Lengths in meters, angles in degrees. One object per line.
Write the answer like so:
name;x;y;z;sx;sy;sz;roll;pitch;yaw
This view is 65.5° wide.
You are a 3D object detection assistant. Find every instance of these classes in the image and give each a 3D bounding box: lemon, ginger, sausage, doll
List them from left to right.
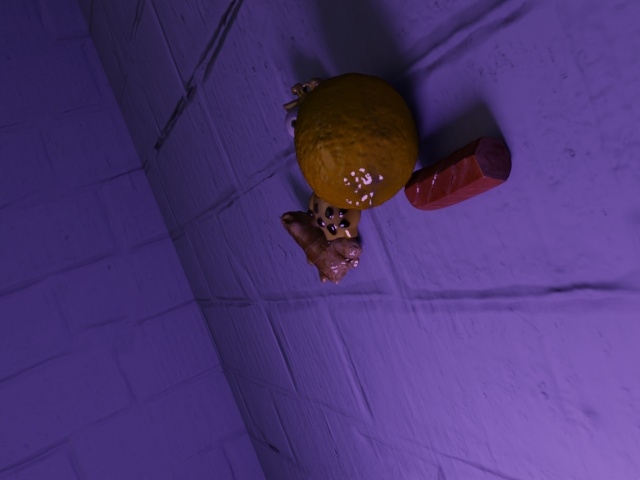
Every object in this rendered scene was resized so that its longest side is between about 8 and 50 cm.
ginger;0.004;0.014;1.004;0.205;0.081;0.115;32;150;39
doll;0.010;-0.136;0.878;0.117;0.086;0.291;-9;103;21
lemon;0.047;-0.137;0.697;0.180;0.180;0.193;-21;52;63
sausage;0.167;-0.079;0.653;0.169;0.065;0.065;-26;87;63
